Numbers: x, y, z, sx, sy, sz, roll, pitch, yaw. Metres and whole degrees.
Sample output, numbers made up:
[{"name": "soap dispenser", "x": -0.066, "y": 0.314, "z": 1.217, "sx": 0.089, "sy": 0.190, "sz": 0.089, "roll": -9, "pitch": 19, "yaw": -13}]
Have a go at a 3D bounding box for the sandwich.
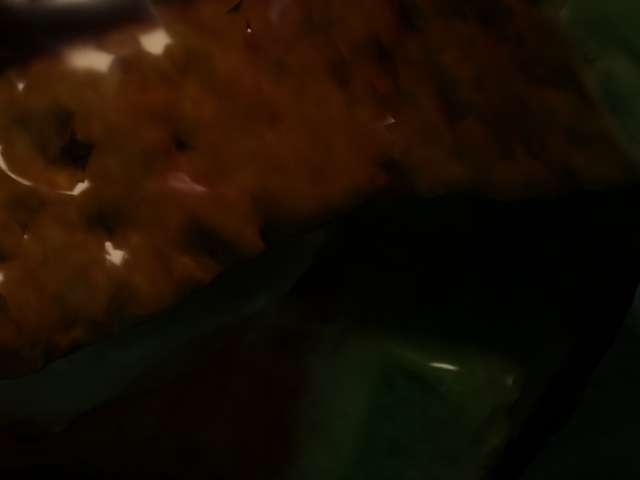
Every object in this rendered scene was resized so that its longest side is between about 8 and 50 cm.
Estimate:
[{"name": "sandwich", "x": 0.000, "y": 0.000, "z": 0.440, "sx": 0.301, "sy": 0.162, "sz": 0.250, "roll": -17, "pitch": 3, "yaw": -3}]
